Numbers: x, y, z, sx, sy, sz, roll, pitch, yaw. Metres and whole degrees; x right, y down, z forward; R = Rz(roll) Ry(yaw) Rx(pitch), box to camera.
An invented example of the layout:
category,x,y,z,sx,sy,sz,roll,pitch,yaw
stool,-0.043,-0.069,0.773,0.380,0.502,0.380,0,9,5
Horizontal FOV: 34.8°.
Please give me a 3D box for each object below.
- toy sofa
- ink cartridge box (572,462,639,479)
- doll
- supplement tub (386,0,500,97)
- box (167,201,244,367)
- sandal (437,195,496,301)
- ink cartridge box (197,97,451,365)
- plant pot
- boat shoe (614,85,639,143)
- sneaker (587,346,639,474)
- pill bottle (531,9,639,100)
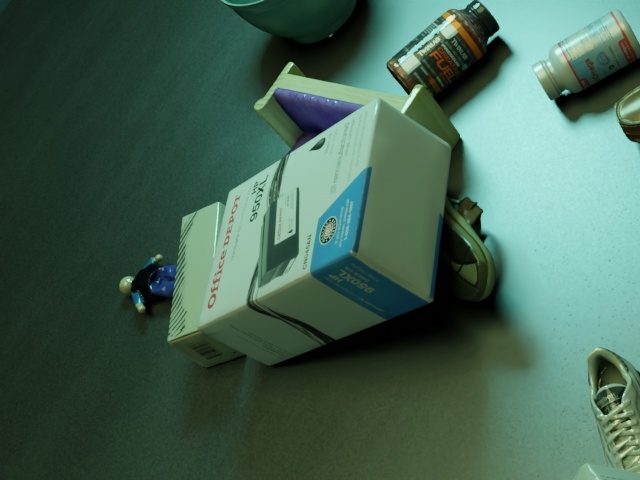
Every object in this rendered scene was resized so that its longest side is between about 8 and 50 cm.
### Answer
category,x,y,z,sx,sy,sz,roll,pitch,yaw
toy sofa,0.046,-0.185,1.802,0.362,0.150,0.177,20,71,45
ink cartridge box,0.337,0.369,1.122,0.208,0.086,0.153,-118,46,-60
doll,-0.318,0.085,1.960,0.189,0.046,0.129,-3,56,36
supplement tub,0.220,-0.338,1.812,0.198,0.106,0.106,-40,43,7
box,-0.192,0.077,1.820,0.094,0.113,0.275,-21,46,26
sandal,0.217,-0.008,1.579,0.086,0.120,0.303,-4,36,-14
ink cartridge box,0.000,0.000,1.603,0.395,0.166,0.286,-28,42,45
plant pot,-0.044,-0.532,2.101,0.293,0.196,0.293,-20,49,25
boat shoe,0.575,-0.247,1.453,0.323,0.120,0.123,-23,47,23
sneaker,0.378,0.244,1.255,0.090,0.095,0.235,-26,47,18
pill bottle,0.424,-0.292,1.631,0.160,0.087,0.087,-30,45,17
